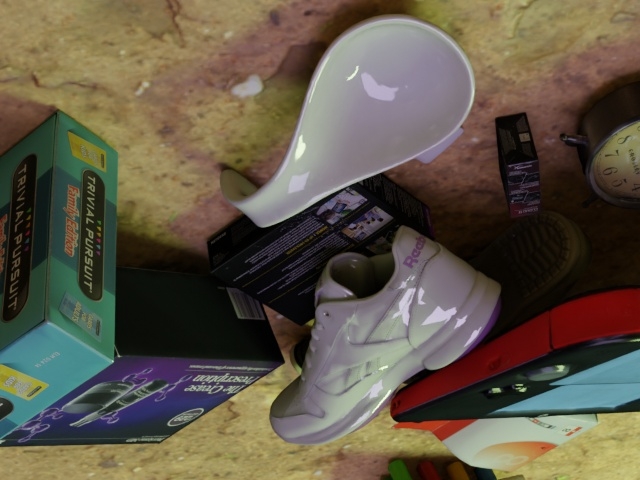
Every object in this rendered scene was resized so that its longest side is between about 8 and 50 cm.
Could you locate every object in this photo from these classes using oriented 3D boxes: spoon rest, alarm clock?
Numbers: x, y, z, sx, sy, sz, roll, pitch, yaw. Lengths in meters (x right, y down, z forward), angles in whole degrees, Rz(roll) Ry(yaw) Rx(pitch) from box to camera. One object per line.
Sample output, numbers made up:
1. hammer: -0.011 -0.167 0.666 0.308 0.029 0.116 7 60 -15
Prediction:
1. spoon rest: 0.017 -0.094 1.578 0.137 0.084 0.276 38 124 -21
2. alarm clock: 0.321 -0.097 1.656 0.192 0.064 0.129 -15 139 10

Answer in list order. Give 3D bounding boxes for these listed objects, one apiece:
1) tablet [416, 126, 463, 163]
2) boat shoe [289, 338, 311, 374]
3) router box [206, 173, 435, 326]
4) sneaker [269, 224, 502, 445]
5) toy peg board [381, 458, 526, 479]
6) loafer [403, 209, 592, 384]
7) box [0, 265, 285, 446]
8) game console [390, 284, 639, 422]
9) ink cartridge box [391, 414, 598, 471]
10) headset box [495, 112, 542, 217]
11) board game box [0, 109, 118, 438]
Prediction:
1. tablet: 0.085 -0.101 1.652 0.083 0.006 0.054 23 130 -33
2. boat shoe: 0.025 0.143 1.891 0.042 0.049 0.133 -26 133 30
3. router box: 0.000 0.000 1.723 0.179 0.046 0.133 -33 134 26
4. sneaker: 0.034 0.087 1.739 0.152 0.114 0.305 40 127 -13
5. toy peg board: 0.135 0.313 2.106 0.160 0.079 0.161 -9 143 -25
6. loafer: 0.170 0.065 1.787 0.092 0.102 0.268 8 146 -47
7. box: -0.188 0.114 1.709 0.184 0.103 0.261 -31 159 28
8. game console: 0.309 0.123 1.758 0.386 0.060 0.342 2 157 -32
9. ink cartridge box: 0.191 0.202 1.959 0.179 0.045 0.145 9 147 -38
10. headset box: 0.184 -0.067 1.667 0.032 0.062 0.083 -9 140 1
11. board game box: -0.321 0.076 1.588 0.336 0.254 0.079 -33 129 26
